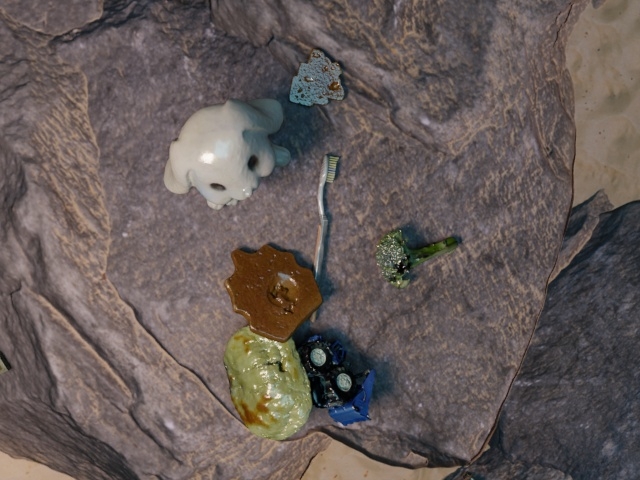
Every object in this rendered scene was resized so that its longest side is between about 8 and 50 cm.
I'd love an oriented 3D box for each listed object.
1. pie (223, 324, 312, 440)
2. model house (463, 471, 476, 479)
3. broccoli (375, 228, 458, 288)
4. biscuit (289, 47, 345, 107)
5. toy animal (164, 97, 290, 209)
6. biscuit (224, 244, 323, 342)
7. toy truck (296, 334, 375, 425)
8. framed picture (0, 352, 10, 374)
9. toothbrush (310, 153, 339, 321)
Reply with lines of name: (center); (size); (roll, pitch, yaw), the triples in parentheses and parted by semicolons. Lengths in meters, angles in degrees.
pie: (-0.125, 0.300, 0.953); (0.201, 0.090, 0.248); (-29, 75, 25)
model house: (0.370, 0.651, 1.159); (0.083, 0.057, 0.058); (-39, 131, -21)
broccoli: (0.218, 0.029, 1.012); (0.203, 0.118, 0.123); (-10, 71, -24)
biscuit: (-0.013, -0.329, 0.943); (0.129, 0.019, 0.120); (-32, 103, -4)
toy animal: (-0.162, -0.170, 0.830); (0.249, 0.289, 0.174); (-42, 102, -22)
biscuit: (-0.110, 0.099, 0.956); (0.215, 0.034, 0.182); (44, 65, 6)
toy truck: (0.032, 0.304, 1.002); (0.208, 0.113, 0.126); (50, 49, 0)
framed picture: (-0.776, 0.198, 0.901); (0.184, 0.016, 0.250); (-27, 103, -5)
toothbrush: (0.000, 0.000, 0.995); (0.037, 0.028, 0.376); (4, 98, -18)
